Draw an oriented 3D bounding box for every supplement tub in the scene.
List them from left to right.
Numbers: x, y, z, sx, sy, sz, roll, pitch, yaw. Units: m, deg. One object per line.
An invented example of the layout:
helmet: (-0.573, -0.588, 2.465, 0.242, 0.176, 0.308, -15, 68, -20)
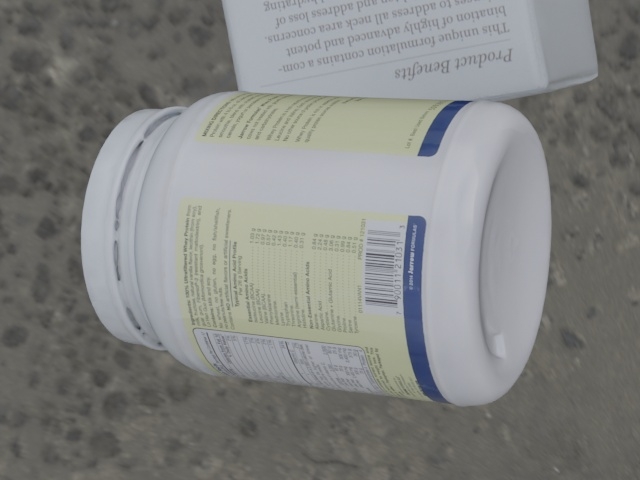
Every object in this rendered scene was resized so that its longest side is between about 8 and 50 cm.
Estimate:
supplement tub: (0.000, 0.000, 1.208, 0.325, 0.235, 0.235, 5, 77, 24)

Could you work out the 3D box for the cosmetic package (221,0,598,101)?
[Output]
cosmetic package: (0.088, -0.334, 1.645, 0.329, 0.327, 0.394, -8, 97, 21)
